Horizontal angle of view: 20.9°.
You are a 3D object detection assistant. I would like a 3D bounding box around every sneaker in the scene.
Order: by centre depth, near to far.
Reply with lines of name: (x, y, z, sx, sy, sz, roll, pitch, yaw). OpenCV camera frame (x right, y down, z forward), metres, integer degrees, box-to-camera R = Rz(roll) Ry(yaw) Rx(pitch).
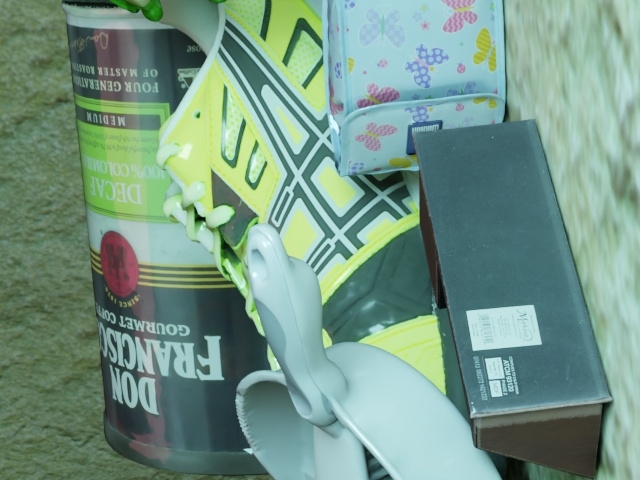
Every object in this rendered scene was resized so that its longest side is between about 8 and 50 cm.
sneaker: (0.000, 0.000, 0.818, 0.145, 0.147, 0.385, 94, 169, -58)

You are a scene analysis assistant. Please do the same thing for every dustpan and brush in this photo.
dustpan and brush: (0.010, 0.067, 0.604, 0.147, 0.060, 0.211, 33, 142, 39)

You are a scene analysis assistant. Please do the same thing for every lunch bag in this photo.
lunch bag: (0.038, -0.069, 0.709, 0.053, 0.071, 0.083, -116, 23, -69)

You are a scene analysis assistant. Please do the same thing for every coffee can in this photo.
coffee can: (-0.046, -0.020, 1.070, 0.201, 0.201, 0.275, -111, 16, -76)

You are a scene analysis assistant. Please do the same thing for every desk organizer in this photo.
desk organizer: (0.065, 0.021, 0.618, 0.050, 0.047, 0.130, 85, 177, -49)

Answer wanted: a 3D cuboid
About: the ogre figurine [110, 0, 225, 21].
ogre figurine: (-0.059, -0.167, 0.769, 0.118, 0.096, 0.197, -61, 9, -8)
